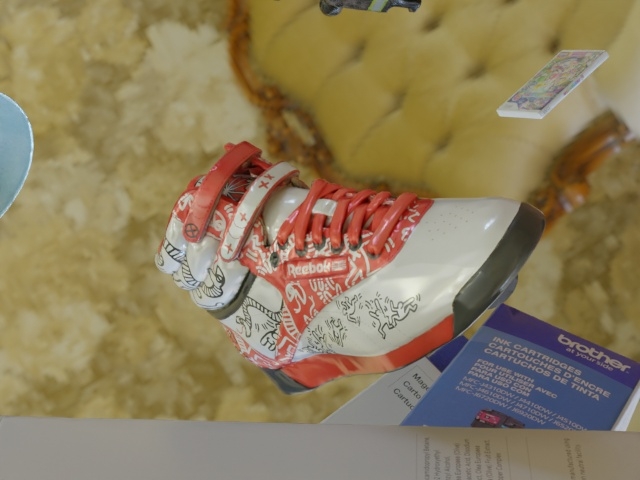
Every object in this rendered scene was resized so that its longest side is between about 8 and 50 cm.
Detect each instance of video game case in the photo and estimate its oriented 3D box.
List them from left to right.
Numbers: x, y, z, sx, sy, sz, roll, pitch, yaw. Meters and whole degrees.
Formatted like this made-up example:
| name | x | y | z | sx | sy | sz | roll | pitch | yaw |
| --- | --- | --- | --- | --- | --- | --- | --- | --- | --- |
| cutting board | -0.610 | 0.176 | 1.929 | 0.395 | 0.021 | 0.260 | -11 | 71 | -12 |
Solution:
| name | x | y | z | sx | sy | sz | roll | pitch | yaw |
| --- | --- | --- | --- | --- | --- | --- | --- | --- | --- |
| video game case | 0.277 | -0.188 | 1.832 | 0.011 | 0.122 | 0.087 | 55 | 161 | -23 |

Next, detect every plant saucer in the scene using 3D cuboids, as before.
| name | x | y | z | sx | sy | sz | roll | pitch | yaw |
| --- | --- | --- | --- | --- | --- | --- | --- | --- | --- |
| plant saucer | -0.336 | -0.059 | 1.298 | 0.037 | 0.195 | 0.195 | 44 | 156 | 31 |

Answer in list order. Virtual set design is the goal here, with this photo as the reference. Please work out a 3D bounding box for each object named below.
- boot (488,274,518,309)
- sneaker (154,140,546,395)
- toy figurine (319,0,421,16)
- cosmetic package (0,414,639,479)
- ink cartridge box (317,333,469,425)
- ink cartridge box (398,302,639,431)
| name | x | y | z | sx | sy | sz | roll | pitch | yaw |
| --- | --- | --- | --- | --- | --- | --- | --- | --- | --- |
| boot | 0.108 | 0.026 | 1.686 | 0.106 | 0.219 | 0.082 | 39 | 112 | 43 |
| sneaker | -0.001 | 0.001 | 0.869 | 0.145 | 0.090 | 0.270 | 45 | 149 | -10 |
| toy figurine | 0.009 | -0.301 | 1.280 | 0.209 | 0.148 | 0.213 | -124 | 41 | -65 |
| cosmetic package | -0.005 | 0.214 | 0.819 | 0.155 | 0.366 | 0.197 | -79 | -9 | -65 |
| ink cartridge box | 0.165 | 0.287 | 1.770 | 0.324 | 0.330 | 0.071 | 45 | 151 | 18 |
| ink cartridge box | 0.129 | 0.235 | 1.244 | 0.151 | 0.395 | 0.270 | 26 | 121 | 17 |
